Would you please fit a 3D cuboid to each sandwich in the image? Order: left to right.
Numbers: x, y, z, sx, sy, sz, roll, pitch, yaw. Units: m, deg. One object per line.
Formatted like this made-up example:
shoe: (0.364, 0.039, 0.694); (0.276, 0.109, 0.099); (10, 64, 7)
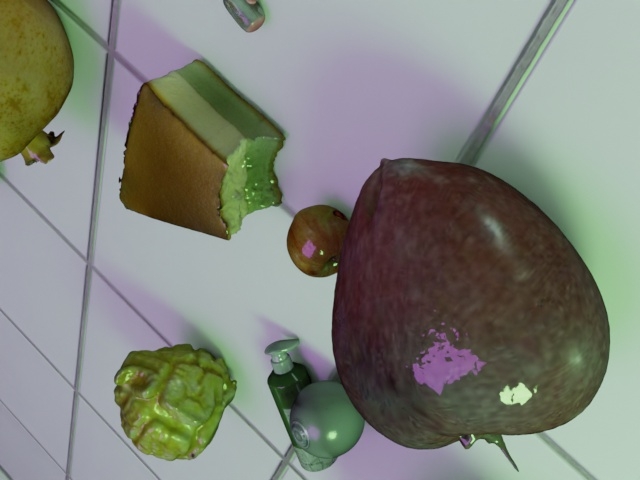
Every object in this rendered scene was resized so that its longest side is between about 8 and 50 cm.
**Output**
sandwich: (-0.147, -0.078, 1.024); (0.186, 0.108, 0.220); (44, 140, 13)

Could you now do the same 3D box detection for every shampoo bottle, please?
shampoo bottle: (-0.030, 0.234, 1.191); (0.065, 0.065, 0.204); (4, 121, 45)

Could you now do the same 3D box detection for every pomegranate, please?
pomegranate: (-0.483, -0.227, 1.122); (0.319, 0.319, 0.319); (27, 136, 30)

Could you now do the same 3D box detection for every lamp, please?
lamp: (0.008, 0.241, 1.119); (0.105, 0.105, 0.105); (27, 136, 30)

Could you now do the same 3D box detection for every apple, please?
apple: (0.000, 0.000, 0.959); (0.071, 0.084, 0.084); (61, 151, 35)

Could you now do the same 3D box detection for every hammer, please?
hammer: (-0.067, -0.260, 0.868); (0.052, 0.031, 0.083); (50, 132, -1)

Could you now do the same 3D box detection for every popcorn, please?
popcorn: (-0.231, 0.255, 1.310); (0.167, 0.187, 0.185); (21, 107, 13)

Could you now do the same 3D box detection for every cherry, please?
cherry: (0.125, 0.064, 0.768); (0.261, 0.221, 0.307); (-24, 87, 44)
